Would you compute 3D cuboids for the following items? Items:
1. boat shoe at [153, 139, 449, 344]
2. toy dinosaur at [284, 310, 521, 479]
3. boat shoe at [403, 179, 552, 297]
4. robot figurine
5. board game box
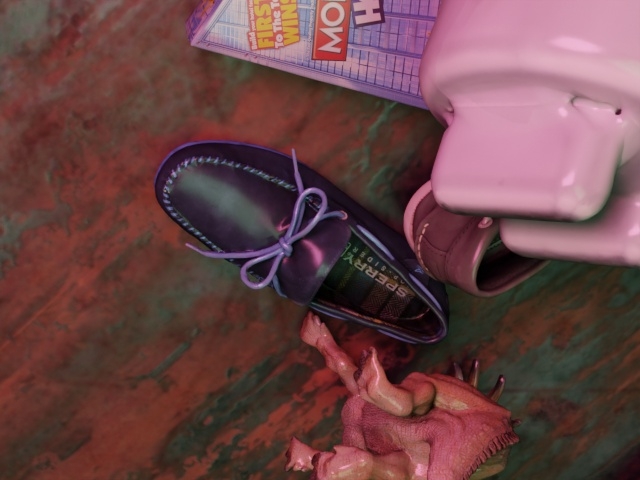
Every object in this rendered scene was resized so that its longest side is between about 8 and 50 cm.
[{"bbox_3d":[0.000,0.000,0.749,0.258,0.089,0.109,21,110,-20],"label":"boat shoe"},{"bbox_3d":[0.088,0.148,0.765,0.200,0.296,0.127,17,86,-17],"label":"toy dinosaur"},{"bbox_3d":[0.224,-0.056,0.744,0.335,0.095,0.112,-30,123,-6],"label":"boat shoe"},{"bbox_3d":[0.184,-0.164,0.608,0.300,0.200,0.353,30,75,-42],"label":"robot figurine"},{"bbox_3d":[0.007,-0.186,0.678,0.194,0.060,0.194,-1,116,-12],"label":"board game box"}]
